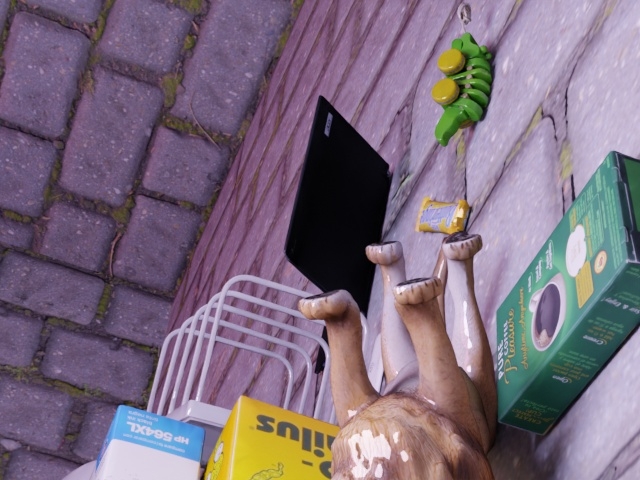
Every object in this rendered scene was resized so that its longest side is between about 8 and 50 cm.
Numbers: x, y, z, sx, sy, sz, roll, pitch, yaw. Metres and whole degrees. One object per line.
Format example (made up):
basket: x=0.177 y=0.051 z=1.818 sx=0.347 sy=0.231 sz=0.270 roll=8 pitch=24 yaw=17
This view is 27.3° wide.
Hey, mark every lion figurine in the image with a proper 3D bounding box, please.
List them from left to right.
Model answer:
lion figurine: x=0.079 y=0.132 z=0.968 sx=0.392 sy=0.142 sz=0.240 roll=-29 pitch=-74 yaw=-65

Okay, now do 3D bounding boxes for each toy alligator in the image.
toy alligator: x=0.159 y=-0.182 z=1.390 sx=0.051 sy=0.056 sz=0.190 roll=-6 pitch=56 yaw=32

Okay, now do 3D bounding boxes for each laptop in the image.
laptop: x=0.000 y=0.000 z=1.643 sx=0.264 sy=0.136 sz=0.234 roll=125 pitch=161 yaw=-57

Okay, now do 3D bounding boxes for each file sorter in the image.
file sorter: x=-0.082 y=0.171 z=1.544 sx=0.277 sy=0.193 sz=0.173 roll=141 pitch=144 yaw=-63

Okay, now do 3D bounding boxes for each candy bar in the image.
candy bar: x=0.126 y=-0.025 z=1.367 sx=0.161 sy=0.018 sz=0.040 roll=-164 pitch=92 yaw=-80

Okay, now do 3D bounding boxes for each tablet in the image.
tablet: x=0.061 y=0.138 z=1.449 sx=0.054 sy=0.006 sz=0.083 roll=128 pitch=158 yaw=-62

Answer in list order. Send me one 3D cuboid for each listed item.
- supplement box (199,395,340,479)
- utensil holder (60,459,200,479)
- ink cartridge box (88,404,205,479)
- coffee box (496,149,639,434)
supplement box: x=-0.047 y=0.345 z=1.137 sx=0.195 sy=0.194 sz=0.356 roll=-88 pitch=20 yaw=-57
utensil holder: x=-0.259 y=0.470 z=1.498 sx=0.385 sy=0.327 sz=0.328 roll=-55 pitch=-11 yaw=-67
ink cartridge box: x=-0.167 y=0.266 z=1.115 sx=0.203 sy=0.086 sz=0.148 roll=-86 pitch=18 yaw=-56
coffee box: x=0.179 y=0.039 z=0.918 sx=0.113 sy=0.040 sz=0.184 roll=-85 pitch=17 yaw=-47
